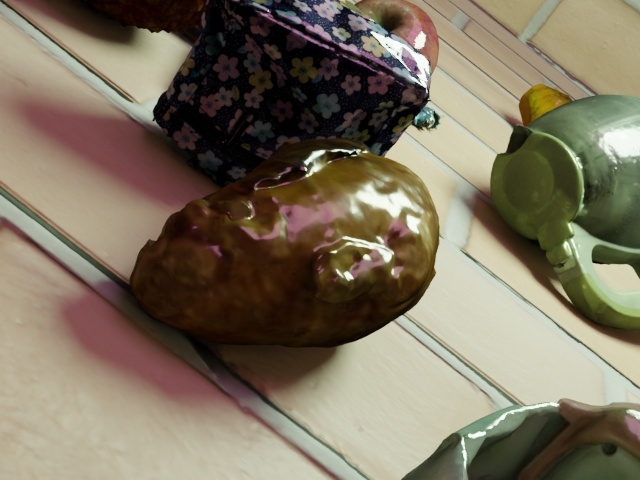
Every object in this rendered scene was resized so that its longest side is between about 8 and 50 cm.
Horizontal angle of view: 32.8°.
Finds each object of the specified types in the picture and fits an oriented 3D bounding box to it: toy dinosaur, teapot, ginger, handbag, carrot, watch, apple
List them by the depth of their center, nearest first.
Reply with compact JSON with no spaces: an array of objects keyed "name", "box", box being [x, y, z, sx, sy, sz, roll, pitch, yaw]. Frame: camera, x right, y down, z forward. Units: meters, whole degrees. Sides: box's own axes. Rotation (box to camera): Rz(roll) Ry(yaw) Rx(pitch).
[{"name":"watch","box":[0.168,0.218,0.697,0.253,0.161,0.241,44,29,15]},{"name":"ginger","box":[0.000,0.000,0.840,0.321,0.172,0.165,-7,87,-63]},{"name":"handbag","box":[-0.025,-0.126,1.002,0.229,0.207,0.126,25,39,-16]},{"name":"teapot","box":[0.354,-0.038,1.499,0.239,0.321,0.240,-8,8,-42]},{"name":"apple","box":[0.095,-0.273,1.567,0.153,0.153,0.120,52,-17,30]},{"name":"toy dinosaur","box":[0.157,-0.187,1.647,0.047,0.030,0.083,46,23,24]},{"name":"carrot","box":[0.469,-0.172,2.013,0.114,0.114,0.301,18,33,-42]}]

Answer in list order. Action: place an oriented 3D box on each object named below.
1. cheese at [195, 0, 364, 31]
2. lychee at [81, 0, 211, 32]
[{"name":"cheese","box":[-0.060,-0.285,1.385,0.316,0.128,0.259,20,17,-43]},{"name":"lychee","box":[-0.181,-0.339,1.153,0.236,0.235,0.271,18,3,-41]}]
